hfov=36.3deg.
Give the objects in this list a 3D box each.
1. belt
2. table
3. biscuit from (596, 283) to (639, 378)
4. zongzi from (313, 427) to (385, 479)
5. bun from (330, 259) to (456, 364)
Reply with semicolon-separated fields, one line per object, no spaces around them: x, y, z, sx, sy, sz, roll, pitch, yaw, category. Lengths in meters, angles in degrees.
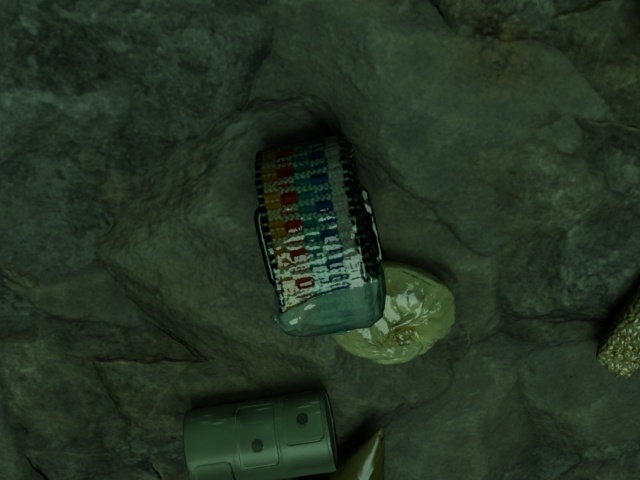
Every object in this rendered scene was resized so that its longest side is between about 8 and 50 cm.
0.000;0.000;1.242;0.150;0.207;0.257;-11;102;7;belt
-0.089;0.306;1.499;0.220;0.126;0.126;-9;125;5;table
0.469;0.123;1.434;0.070;0.082;0.168;28;122;9;biscuit
0.098;0.459;1.613;0.274;0.145;0.300;32;111;-27;zongzi
0.097;0.105;1.380;0.188;0.111;0.164;13;120;-8;bun
